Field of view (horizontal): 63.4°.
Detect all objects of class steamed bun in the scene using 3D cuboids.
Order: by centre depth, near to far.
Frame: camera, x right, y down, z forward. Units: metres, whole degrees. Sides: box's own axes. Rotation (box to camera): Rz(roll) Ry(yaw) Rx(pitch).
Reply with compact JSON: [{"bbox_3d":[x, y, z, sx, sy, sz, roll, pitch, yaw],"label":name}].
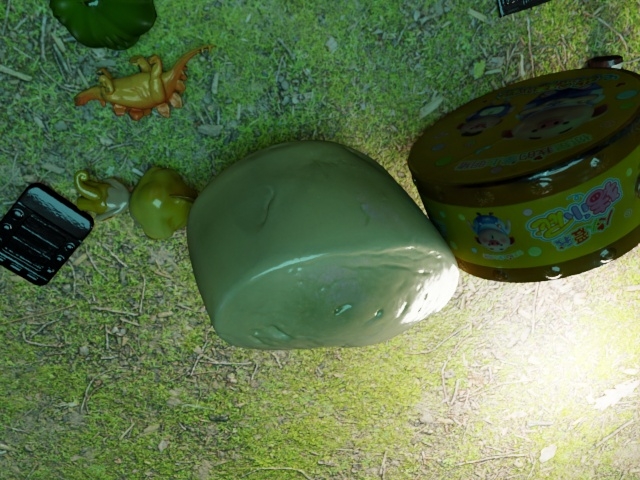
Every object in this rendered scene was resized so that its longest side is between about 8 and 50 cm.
[{"bbox_3d":[0.000,0.000,0.949,0.456,0.371,0.289,-8,128,-22],"label":"steamed bun"}]

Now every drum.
[{"bbox_3d":[0.389,-0.131,0.967,0.431,0.431,0.214,-27,116,3],"label":"drum"}]

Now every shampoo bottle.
[{"bbox_3d":[0.622,-0.280,1.130,0.068,0.067,0.236,-10,117,6],"label":"shampoo bottle"}]

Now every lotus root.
[{"bbox_3d":[-0.370,-0.396,0.846,0.186,0.186,0.186,-4,115,-8],"label":"lotus root"}]

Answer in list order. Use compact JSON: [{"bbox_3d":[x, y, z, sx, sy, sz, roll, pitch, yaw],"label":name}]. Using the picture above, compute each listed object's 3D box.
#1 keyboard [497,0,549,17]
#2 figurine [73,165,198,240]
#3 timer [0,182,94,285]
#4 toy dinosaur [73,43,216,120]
[{"bbox_3d":[0.464,-0.518,1.017,0.251,0.017,0.087,-21,115,-1],"label":"keyboard"},{"bbox_3d":[-0.354,-0.081,1.029,0.247,0.131,0.156,3,80,-2],"label":"figurine"},{"bbox_3d":[-0.573,-0.012,1.056,0.144,0.055,0.187,39,99,-25],"label":"timer"},{"bbox_3d":[-0.317,-0.283,0.966,0.289,0.070,0.117,-16,127,2],"label":"toy dinosaur"}]
